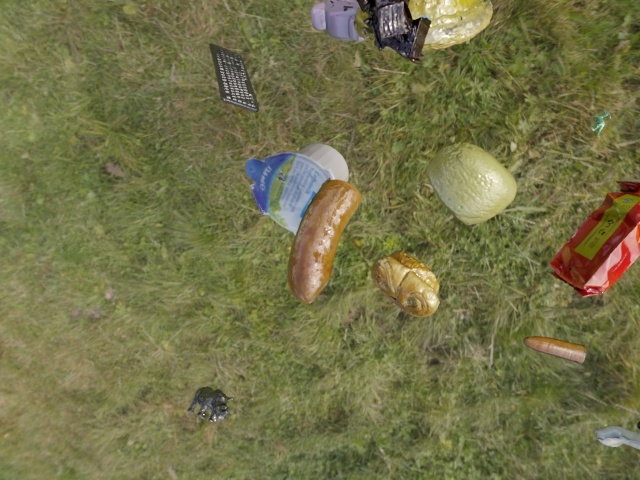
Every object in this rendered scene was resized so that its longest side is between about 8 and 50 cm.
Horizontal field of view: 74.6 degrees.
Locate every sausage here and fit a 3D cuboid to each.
[{"bbox_3d":[0.000,0.000,0.890,0.109,0.109,0.270,18,81,12],"label":"sausage"}]

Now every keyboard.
[{"bbox_3d":[-0.120,-0.225,0.572,0.053,0.155,0.010,9,133,-32],"label":"keyboard"}]

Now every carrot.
[{"bbox_3d":[0.566,0.259,1.021,0.139,0.048,0.048,13,117,7],"label":"carrot"}]

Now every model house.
[{"bbox_3d":[0.153,-0.476,0.925,0.141,0.203,0.164,-8,91,35],"label":"model house"}]

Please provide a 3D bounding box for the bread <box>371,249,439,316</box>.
[{"bbox_3d":[0.266,0.138,1.312,0.236,0.120,0.198,39,161,17],"label":"bread"}]

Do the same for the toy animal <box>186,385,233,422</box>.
[{"bbox_3d":[-0.225,0.340,0.873,0.047,0.065,0.136,35,153,-28],"label":"toy animal"}]

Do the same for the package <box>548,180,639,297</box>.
[{"bbox_3d":[1.005,-0.002,1.468,0.123,0.196,0.423,27,103,-24],"label":"package"}]

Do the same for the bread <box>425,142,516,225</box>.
[{"bbox_3d":[0.555,-0.217,1.543,0.237,0.320,0.320,-39,96,25],"label":"bread"}]

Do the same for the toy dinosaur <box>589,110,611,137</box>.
[{"bbox_3d":[0.885,-0.366,1.322,0.062,0.021,0.083,-31,63,28],"label":"toy dinosaur"}]

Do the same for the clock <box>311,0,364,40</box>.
[{"bbox_3d":[0.149,-0.796,1.436,0.295,0.322,0.113,33,151,30],"label":"clock"}]

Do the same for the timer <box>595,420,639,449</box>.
[{"bbox_3d":[0.360,0.214,0.330,0.175,0.266,0.175,0,112,0],"label":"timer"}]

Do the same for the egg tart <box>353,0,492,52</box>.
[{"bbox_3d":[0.277,-0.655,1.156,0.388,0.388,0.169,6,137,17],"label":"egg tart"}]

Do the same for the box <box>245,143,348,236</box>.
[{"bbox_3d":[-0.053,-0.179,1.248,0.291,0.206,0.262,30,128,7],"label":"box"}]
